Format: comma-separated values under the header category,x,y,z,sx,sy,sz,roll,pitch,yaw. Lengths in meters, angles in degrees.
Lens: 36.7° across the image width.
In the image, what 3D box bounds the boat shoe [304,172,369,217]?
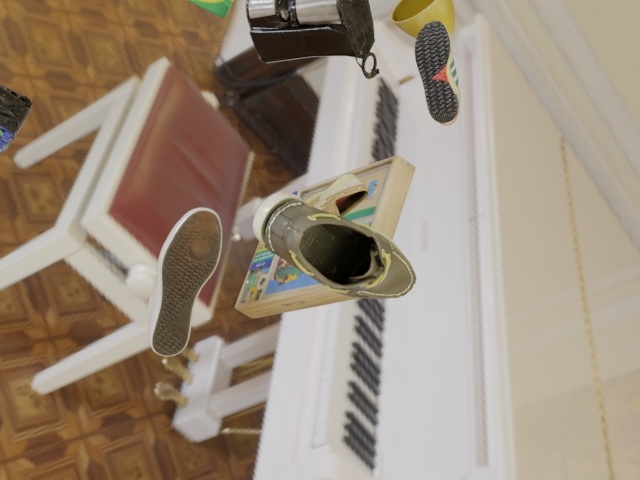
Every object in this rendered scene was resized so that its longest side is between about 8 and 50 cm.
category,x,y,z,sx,sy,sz,roll,pitch,yaw
boat shoe,0.012,-0.044,1.379,0.045,0.135,0.050,37,-19,35

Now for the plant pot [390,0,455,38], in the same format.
category,x,y,z,sx,sy,sz,roll,pitch,yaw
plant pot,0.229,-0.468,2.023,0.095,0.134,0.134,47,32,-29

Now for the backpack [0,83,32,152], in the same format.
category,x,y,z,sx,sy,sz,roll,pitch,yaw
backpack,-0.620,-0.235,1.678,0.173,0.158,0.116,42,53,-38

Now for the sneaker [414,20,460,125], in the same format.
category,x,y,z,sx,sy,sz,roll,pitch,yaw
sneaker,0.182,-0.252,1.480,0.075,0.057,0.161,21,59,-76

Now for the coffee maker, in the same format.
category,x,y,z,sx,sy,sz,roll,pitch,yaw
coffee maker,-0.015,-0.334,1.547,0.120,0.178,0.171,-35,121,-56

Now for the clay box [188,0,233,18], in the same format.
category,x,y,z,sx,sy,sz,roll,pitch,yaw
clay box,-0.185,-0.310,0.998,0.222,0.053,0.127,24,20,-10

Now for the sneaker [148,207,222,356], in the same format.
category,x,y,z,sx,sy,sz,roll,pitch,yaw
sneaker,-0.268,0.062,1.805,0.106,0.290,0.123,16,14,-22

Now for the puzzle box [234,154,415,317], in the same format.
category,x,y,z,sx,sy,sz,roll,pitch,yaw
puzzle box,0.000,0.000,1.857,0.052,0.409,0.272,33,63,-27

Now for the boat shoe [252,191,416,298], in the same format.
category,x,y,z,sx,sy,sz,roll,pitch,yaw
boat shoe,0.039,0.026,1.346,0.305,0.109,0.091,26,5,-43
